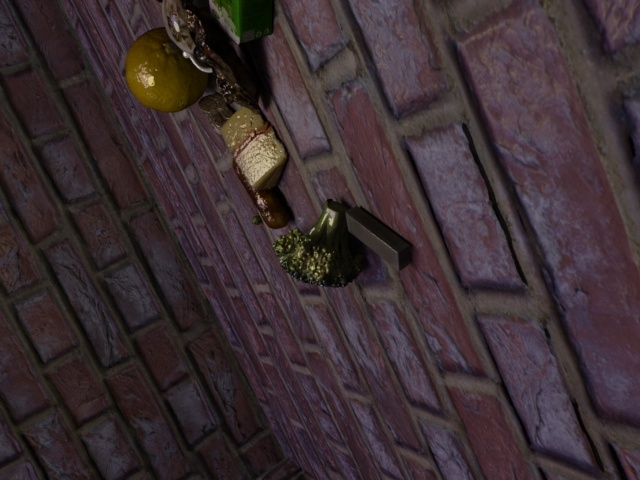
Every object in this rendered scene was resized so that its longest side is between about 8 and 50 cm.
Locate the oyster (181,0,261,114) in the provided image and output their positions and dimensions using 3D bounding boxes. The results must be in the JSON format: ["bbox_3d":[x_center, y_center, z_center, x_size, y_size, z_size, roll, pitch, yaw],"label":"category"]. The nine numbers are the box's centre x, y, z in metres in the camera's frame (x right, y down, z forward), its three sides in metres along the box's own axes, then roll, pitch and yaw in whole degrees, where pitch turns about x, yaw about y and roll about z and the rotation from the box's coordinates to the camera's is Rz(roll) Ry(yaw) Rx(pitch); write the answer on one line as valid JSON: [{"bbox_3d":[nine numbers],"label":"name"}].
[{"bbox_3d":[-0.276,-0.502,1.617,0.361,0.096,0.221,50,-154,-51],"label":"oyster"}]

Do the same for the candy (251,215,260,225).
[{"bbox_3d":[-0.256,-0.074,2.224,0.123,0.035,0.035,177,99,-74],"label":"candy"}]

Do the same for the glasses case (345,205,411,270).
[{"bbox_3d":[0.145,-0.009,1.469,0.205,0.047,0.071,40,153,39],"label":"glasses case"}]

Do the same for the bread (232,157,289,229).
[{"bbox_3d":[-0.215,-0.185,1.937,0.344,0.084,0.124,58,165,5],"label":"bread"}]

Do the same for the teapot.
[{"bbox_3d":[-0.365,-0.638,1.680,0.204,0.139,0.298,-82,-16,-61],"label":"teapot"}]

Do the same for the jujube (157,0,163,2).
[{"bbox_3d":[-0.496,-0.825,1.822,0.104,0.104,0.166,3,106,63],"label":"jujube"}]

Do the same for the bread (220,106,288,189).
[{"bbox_3d":[-0.178,-0.304,1.822,0.178,0.135,0.240,-36,80,32],"label":"bread"}]

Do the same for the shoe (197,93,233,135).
[{"bbox_3d":[-0.341,-0.417,1.964,0.180,0.089,0.092,51,166,28],"label":"shoe"}]

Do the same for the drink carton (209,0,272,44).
[{"bbox_3d":[-0.197,-0.628,1.409,0.161,0.108,0.271,49,153,26],"label":"drink carton"}]

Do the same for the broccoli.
[{"bbox_3d":[0.000,0.000,1.614,0.247,0.263,0.243,-101,29,-61],"label":"broccoli"}]

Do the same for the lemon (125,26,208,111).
[{"bbox_3d":[-0.502,-0.555,1.902,0.293,0.293,0.293,45,151,33],"label":"lemon"}]
